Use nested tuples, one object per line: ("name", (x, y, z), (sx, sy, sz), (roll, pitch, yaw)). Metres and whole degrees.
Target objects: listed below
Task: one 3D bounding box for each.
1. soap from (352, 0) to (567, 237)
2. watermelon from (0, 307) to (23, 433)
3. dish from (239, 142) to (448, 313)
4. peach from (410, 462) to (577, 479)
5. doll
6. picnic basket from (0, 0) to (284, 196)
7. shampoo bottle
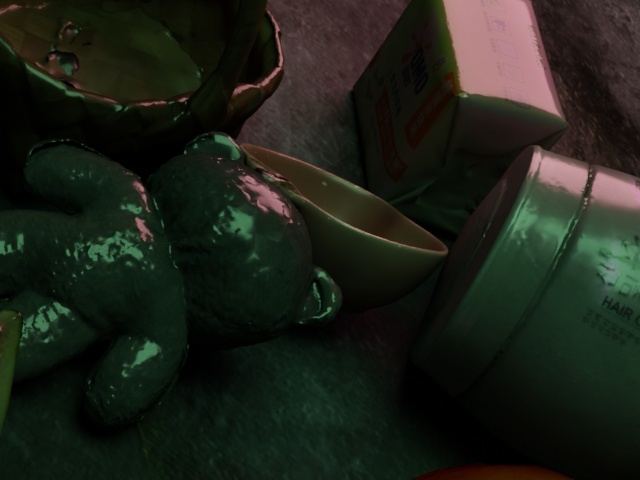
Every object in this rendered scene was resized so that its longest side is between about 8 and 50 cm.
("soap", (0.136, -0.136, 1.883), (0.138, 0.182, 0.199), (16, 43, -24))
("watermelon", (-0.344, 0.155, 1.287), (0.128, 0.159, 0.303), (22, 33, 29))
("dish", (0.000, 0.000, 1.686), (0.213, 0.090, 0.213), (26, 11, -6))
("peach", (0.127, 0.358, 1.275), (0.310, 0.335, 0.406), (-23, 72, -40))
("doll", (-0.171, 0.031, 1.542), (0.340, 0.158, 0.246), (-20, 74, -16))
("picnic basket", (-0.163, -0.229, 1.645), (0.337, 0.337, 0.293), (-18, 64, -46))
("shampoo bottle", (0.238, 0.068, 1.689), (0.266, 0.273, 0.273), (30, 40, -5))
